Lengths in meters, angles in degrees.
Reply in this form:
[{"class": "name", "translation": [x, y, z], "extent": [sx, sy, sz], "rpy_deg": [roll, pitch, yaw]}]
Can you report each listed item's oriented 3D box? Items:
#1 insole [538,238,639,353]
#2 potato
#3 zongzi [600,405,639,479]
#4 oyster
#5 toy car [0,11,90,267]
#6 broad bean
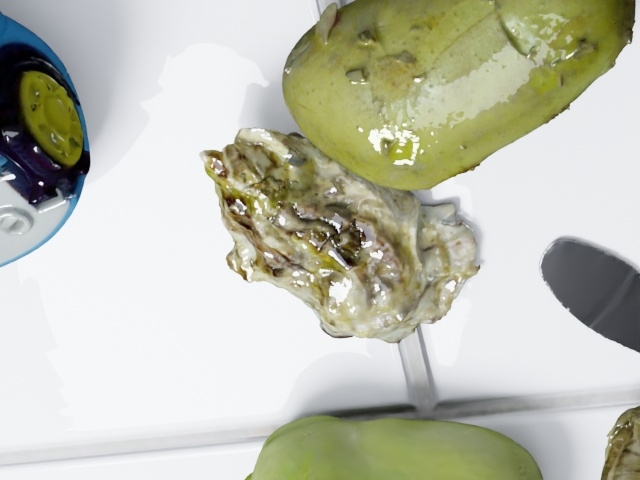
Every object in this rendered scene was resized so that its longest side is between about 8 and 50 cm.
[{"class": "insole", "translation": [0.176, 0.043, 0.912], "extent": [0.135, 0.002, 0.045], "rpy_deg": [33, 118, -2]}, {"class": "potato", "translation": [0.071, -0.091, 0.835], "extent": [0.188, 0.085, 0.105], "rpy_deg": [-28, 83, 20]}, {"class": "zongzi", "translation": [0.170, 0.174, 0.951], "extent": [0.079, 0.176, 0.160], "rpy_deg": [1, 80, -23]}, {"class": "oyster", "translation": [-0.001, 0.001, 0.911], "extent": [0.166, 0.053, 0.108], "rpy_deg": [33, 128, -11]}, {"class": "toy car", "translation": [-0.251, -0.102, 0.869], "extent": [0.198, 0.166, 0.314], "rpy_deg": [-21, 136, 23]}, {"class": "broad bean", "translation": [0.037, 0.157, 0.953], "extent": [0.175, 0.082, 0.124], "rpy_deg": [11, 114, 10]}]
